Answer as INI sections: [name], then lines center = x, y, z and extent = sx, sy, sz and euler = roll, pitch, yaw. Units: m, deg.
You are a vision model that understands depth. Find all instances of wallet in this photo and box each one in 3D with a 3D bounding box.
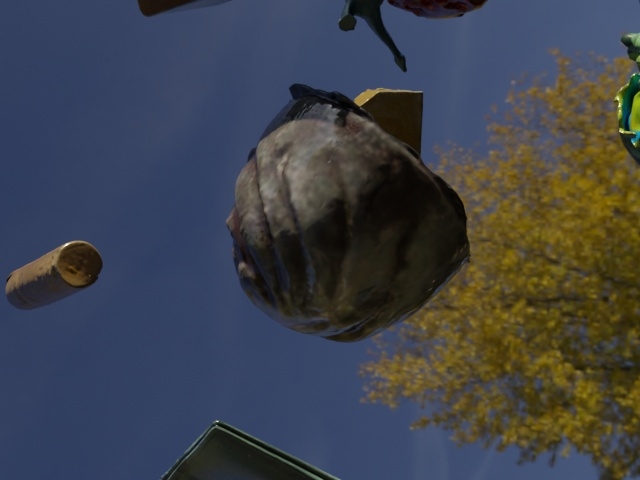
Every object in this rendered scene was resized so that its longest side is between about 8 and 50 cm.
[wallet]
center = -0.098, 0.376, 1.440
extent = 0.251, 0.290, 0.054
euler = 26, -126, -10

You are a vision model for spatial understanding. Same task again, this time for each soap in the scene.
[soap]
center = 0.091, -0.132, 1.595
extent = 0.140, 0.073, 0.232
euler = -2, -78, -20

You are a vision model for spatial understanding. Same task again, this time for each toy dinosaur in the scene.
[toy dinosaur]
center = 0.047, -0.356, 1.262
extent = 0.329, 0.076, 0.144
euler = 64, -160, -17

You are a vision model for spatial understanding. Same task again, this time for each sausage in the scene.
[sausage]
center = -0.348, 0.050, 1.228
extent = 0.066, 0.301, 0.065
euler = 6, -103, -28

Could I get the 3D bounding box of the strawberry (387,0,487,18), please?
[strawberry]
center = 0.158, -0.533, 1.740
extent = 0.295, 0.345, 0.317
euler = 75, -163, -51

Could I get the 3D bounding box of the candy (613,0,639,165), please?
[candy]
center = 0.232, -0.141, 0.674
extent = 0.073, 0.077, 0.262
euler = 39, -144, -27

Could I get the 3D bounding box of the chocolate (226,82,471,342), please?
[chocolate]
center = 0.000, 0.000, 1.135
extent = 0.213, 0.303, 0.303
euler = -47, -54, -20

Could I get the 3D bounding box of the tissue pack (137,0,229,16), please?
[tissue pack]
center = -0.110, -0.382, 1.189
extent = 0.136, 0.246, 0.159
euler = -25, -76, -51
